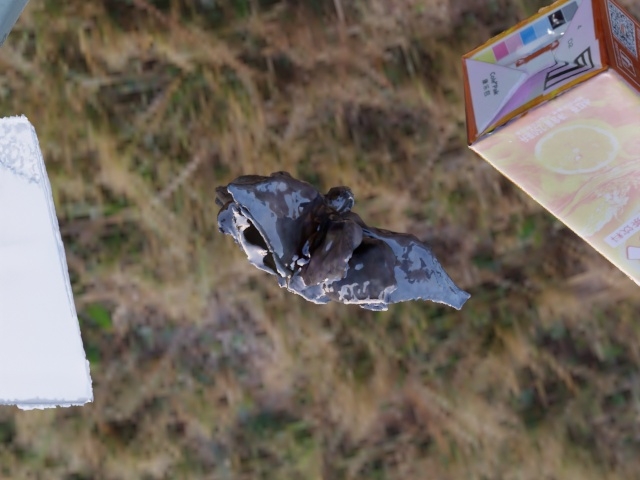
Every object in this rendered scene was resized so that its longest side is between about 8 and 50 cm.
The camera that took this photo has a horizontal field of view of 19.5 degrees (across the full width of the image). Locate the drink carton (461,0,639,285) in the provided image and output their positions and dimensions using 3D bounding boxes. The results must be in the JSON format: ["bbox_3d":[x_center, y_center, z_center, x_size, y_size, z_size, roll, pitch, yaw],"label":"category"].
[{"bbox_3d":[0.182,-0.044,1.049,0.096,0.071,0.223,-28,134,30],"label":"drink carton"}]

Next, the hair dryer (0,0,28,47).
[{"bbox_3d":[-0.180,-0.108,0.927,0.067,0.167,0.199,25,139,-14],"label":"hair dryer"}]

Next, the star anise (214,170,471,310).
[{"bbox_3d":[0.010,0.005,0.872,0.129,0.124,0.056,25,88,-6],"label":"star anise"}]

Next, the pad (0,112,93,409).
[{"bbox_3d":[-0.221,0.017,1.002,0.232,0.156,0.004,-4,-167,35],"label":"pad"}]
